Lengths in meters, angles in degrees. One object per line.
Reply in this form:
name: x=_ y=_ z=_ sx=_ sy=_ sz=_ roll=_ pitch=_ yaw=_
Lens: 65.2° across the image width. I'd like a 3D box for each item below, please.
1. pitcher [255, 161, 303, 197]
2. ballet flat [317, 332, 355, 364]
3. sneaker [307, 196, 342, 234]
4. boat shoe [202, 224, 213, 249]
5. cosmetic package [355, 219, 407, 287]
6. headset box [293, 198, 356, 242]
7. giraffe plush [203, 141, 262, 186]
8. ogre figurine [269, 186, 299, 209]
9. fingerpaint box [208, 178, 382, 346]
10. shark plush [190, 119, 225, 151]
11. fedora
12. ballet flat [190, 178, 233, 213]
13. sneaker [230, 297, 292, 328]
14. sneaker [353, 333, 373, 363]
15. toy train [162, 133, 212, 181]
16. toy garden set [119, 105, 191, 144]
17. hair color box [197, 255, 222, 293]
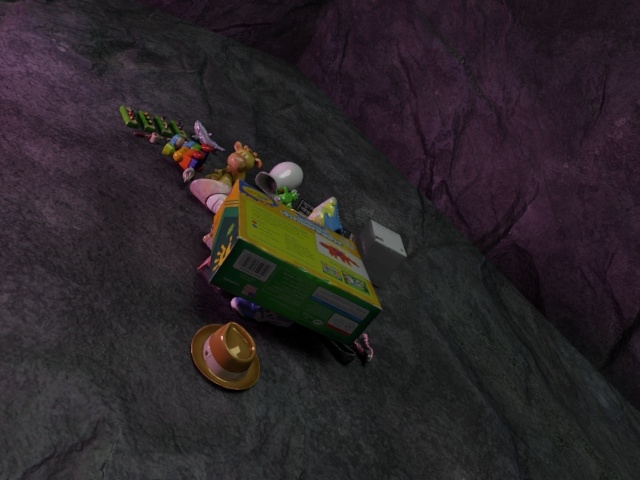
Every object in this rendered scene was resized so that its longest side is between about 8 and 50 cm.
pitcher: x=-0.147 y=-0.229 z=2.060 sx=0.177 sy=0.126 sz=0.207 roll=58 pitch=38 yaw=-3
ballet flat: x=0.043 y=0.294 z=1.500 sx=0.173 sy=0.049 sz=0.057 roll=47 pitch=27 yaw=20
sneaker: x=0.030 y=-0.073 z=1.813 sx=0.126 sy=0.091 sz=0.240 roll=54 pitch=27 yaw=-6
boat shoe: x=-0.316 y=-0.029 z=1.571 sx=0.059 sy=0.063 sz=0.170 roll=40 pitch=27 yaw=-7
cosmetic package: x=0.211 y=0.051 z=1.948 sx=0.151 sy=0.183 sz=0.151 roll=27 pitch=28 yaw=-21
headset box: x=0.000 y=0.000 z=1.855 sx=0.293 sy=0.110 sz=0.218 roll=34 pitch=27 yaw=-6
giraffe plush: x=-0.302 y=-0.257 z=1.833 sx=0.182 sy=0.170 sz=0.210 roll=30 pitch=27 yaw=-13
ogre figurine: x=-0.162 y=-0.144 z=1.866 sx=0.197 sy=0.118 sz=0.096 roll=9 pitch=68 yaw=-52
fingerpaint box: x=-0.082 y=0.058 z=1.430 sx=0.445 sy=0.163 sz=0.371 roll=28 pitch=21 yaw=-23
shark plush: x=-0.454 y=-0.409 z=2.011 sx=0.161 sy=0.067 sz=0.073 roll=46 pitch=27 yaw=17
fedora: x=-0.213 y=0.262 z=1.206 sx=0.194 sy=0.079 sz=0.194 roll=29 pitch=27 yaw=-16
ballet flat: x=-0.292 y=-0.113 z=1.696 sx=0.316 sy=0.107 sz=0.106 roll=21 pitch=38 yaw=-26
sneaker: x=-0.153 y=0.184 z=1.402 sx=0.211 sy=0.081 sz=0.080 roll=16 pitch=34 yaw=-37
sneaker: x=0.125 y=0.333 z=1.552 sx=0.057 sy=0.047 sz=0.119 roll=18 pitch=24 yaw=-21
toy train: x=-0.486 y=-0.288 z=1.740 sx=0.144 sy=0.105 sz=0.248 roll=30 pitch=27 yaw=-7
toy garden set: x=-0.601 y=-0.421 z=1.871 sx=0.244 sy=0.049 sz=0.203 roll=8 pitch=38 yaw=-45
hair color box: x=-0.275 y=0.069 z=1.447 sx=0.093 sy=0.053 sz=0.167 roll=52 pitch=25 yaw=-12
